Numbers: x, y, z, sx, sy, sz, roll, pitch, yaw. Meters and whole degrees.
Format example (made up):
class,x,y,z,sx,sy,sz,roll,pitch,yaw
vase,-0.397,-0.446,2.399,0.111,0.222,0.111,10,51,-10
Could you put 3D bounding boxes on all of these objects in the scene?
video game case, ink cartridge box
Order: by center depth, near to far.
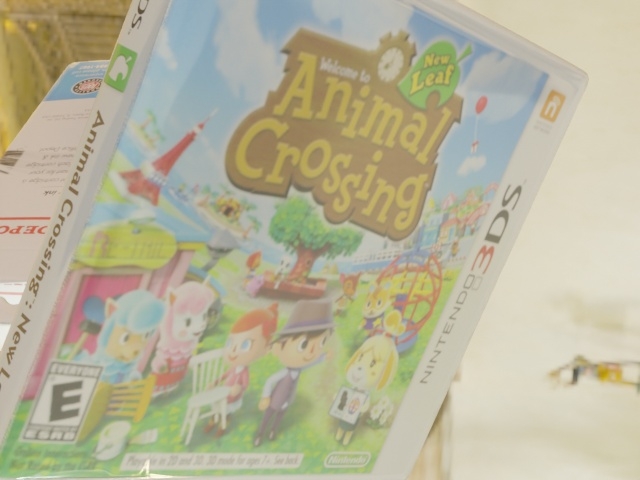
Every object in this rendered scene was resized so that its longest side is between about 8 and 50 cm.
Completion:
class,x,y,z,sx,sy,sz,roll,pitch,yaw
video game case,0.000,0.000,0.396,0.212,0.023,0.193,13,103,-47
ink cartridge box,-0.089,-0.008,0.479,0.180,0.104,0.060,-70,154,-46
